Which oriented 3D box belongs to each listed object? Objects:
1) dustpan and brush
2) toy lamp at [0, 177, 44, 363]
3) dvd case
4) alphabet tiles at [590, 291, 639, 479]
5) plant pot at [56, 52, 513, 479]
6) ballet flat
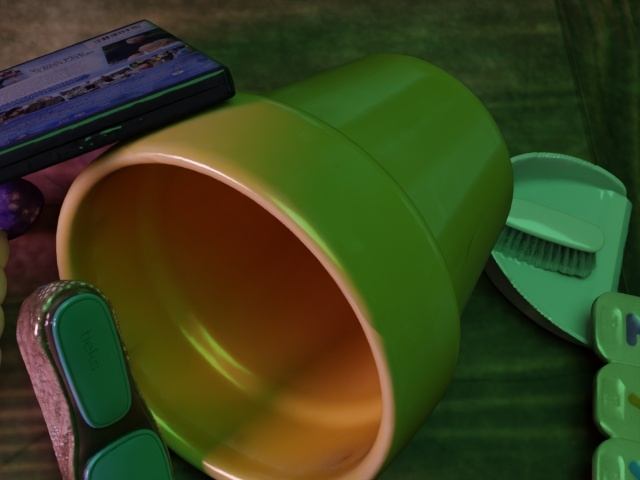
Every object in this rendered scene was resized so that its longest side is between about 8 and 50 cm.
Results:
[{"bbox_3d":[0.140,-0.019,1.026,0.211,0.060,0.147,19,63,-6],"label":"dustpan and brush"},{"bbox_3d":[-0.217,0.093,0.871,0.080,0.080,0.275,6,65,-13],"label":"toy lamp"},{"bbox_3d":[-0.168,-0.089,0.875,0.180,0.253,0.022,-22,111,-11],"label":"dvd case"},{"bbox_3d":[0.323,0.143,1.019,0.278,0.021,0.284,12,64,-16],"label":"alphabet tiles"},{"bbox_3d":[0.000,0.000,0.893,0.254,0.254,0.239,42,47,6],"label":"plant pot"},{"bbox_3d":[-0.142,0.118,0.871,0.073,0.067,0.206,-20,109,-33],"label":"ballet flat"}]
